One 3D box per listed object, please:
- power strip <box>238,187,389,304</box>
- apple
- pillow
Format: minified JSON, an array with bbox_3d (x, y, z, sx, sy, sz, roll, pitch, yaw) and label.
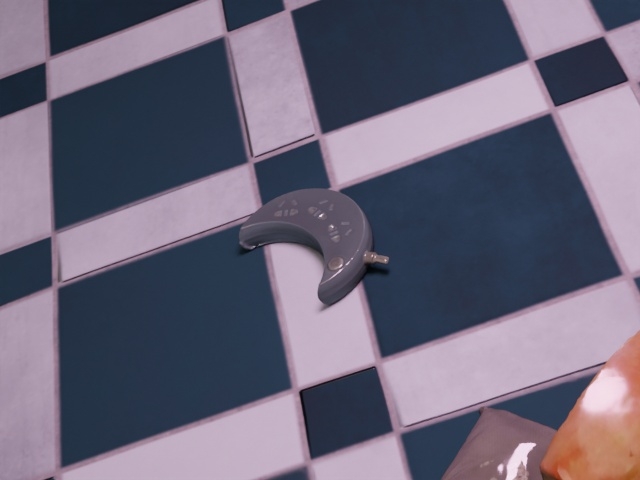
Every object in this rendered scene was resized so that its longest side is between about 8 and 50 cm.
[{"bbox_3d":[0.000,0.000,2.060,0.167,0.054,0.253,-45,47,-17],"label":"power strip"},{"bbox_3d":[0.416,0.252,1.555,0.309,0.314,0.252,-45,6,-17],"label":"apple"},{"bbox_3d":[0.206,0.319,1.681,0.169,0.059,0.255,17,60,37],"label":"pillow"}]
